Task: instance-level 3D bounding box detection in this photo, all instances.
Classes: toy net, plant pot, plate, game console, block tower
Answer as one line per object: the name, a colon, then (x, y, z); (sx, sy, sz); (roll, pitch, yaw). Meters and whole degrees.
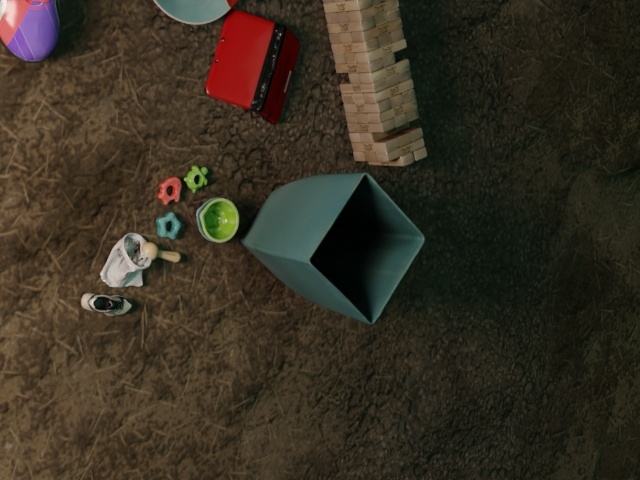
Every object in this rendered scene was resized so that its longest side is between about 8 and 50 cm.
toy net: (-0.230, -0.014, 1.819); (0.232, 0.045, 0.122); (-36, 117, -30)
plant pot: (0.000, 0.000, 1.885); (0.165, 0.234, 0.166); (46, 69, -34)
plate: (-0.192, -0.414, 1.814); (0.188, 0.024, 0.188); (-5, 98, -38)
game console: (-0.103, -0.269, 1.911); (0.124, 0.085, 0.144); (31, 74, -69)
block tower: (0.086, -0.286, 2.011); (0.091, 0.097, 0.336); (-25, 110, -35)

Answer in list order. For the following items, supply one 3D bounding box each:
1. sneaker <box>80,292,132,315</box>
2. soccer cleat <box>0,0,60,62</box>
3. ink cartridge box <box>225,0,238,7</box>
sneaker: (-0.305, 0.095, 1.778); (0.083, 0.037, 0.032); (7, 90, -41)
soccer cleat: (-0.383, -0.393, 1.602); (0.108, 0.116, 0.318); (-9, 101, -38)
ink cartridge box: (-0.072, -0.570, 1.799); (0.385, 0.091, 0.308); (-52, 125, -39)
